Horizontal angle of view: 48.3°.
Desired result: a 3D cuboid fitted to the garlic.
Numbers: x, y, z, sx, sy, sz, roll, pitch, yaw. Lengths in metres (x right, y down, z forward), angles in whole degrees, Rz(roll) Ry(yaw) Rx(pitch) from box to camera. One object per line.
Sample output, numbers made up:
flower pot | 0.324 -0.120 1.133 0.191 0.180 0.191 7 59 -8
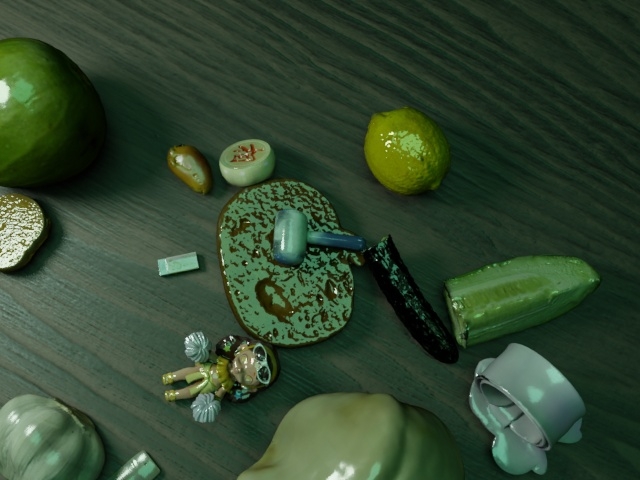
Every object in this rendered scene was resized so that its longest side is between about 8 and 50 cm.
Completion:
garlic | -0.524 0.397 1.352 0.229 0.143 0.178 35 74 -4

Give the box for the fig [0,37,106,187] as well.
fig | -0.597 -0.237 1.437 0.316 0.316 0.316 1 76 -4

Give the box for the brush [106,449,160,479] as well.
brush | -0.453 0.532 1.369 0.321 0.050 0.060 -40 78 -13

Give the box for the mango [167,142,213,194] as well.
mango | -0.278 -0.154 1.546 0.077 0.063 0.127 -39 87 -17

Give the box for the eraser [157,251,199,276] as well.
eraser | -0.301 0.051 1.514 0.083 0.019 0.038 -12 78 -7

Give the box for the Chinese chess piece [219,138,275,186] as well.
Chinese chess piece | -0.157 -0.168 1.535 0.122 0.051 0.122 -8 40 7

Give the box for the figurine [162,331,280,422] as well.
figurine | -0.198 0.266 1.418 0.240 0.116 0.174 -13 77 -1

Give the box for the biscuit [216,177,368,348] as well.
biscuit | -0.055 0.042 1.513 0.314 0.063 0.367 -11 78 -11

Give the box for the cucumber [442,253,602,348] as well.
cucumber | 0.420 0.118 1.508 0.325 0.105 0.145 -17 51 -8

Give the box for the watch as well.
watch | 0.408 0.332 1.389 0.211 0.217 0.248 -39 81 -12

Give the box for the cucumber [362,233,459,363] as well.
cucumber | 0.190 0.134 1.484 0.081 0.072 0.303 -31 92 -10

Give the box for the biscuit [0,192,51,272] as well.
biscuit | -0.654 -0.019 1.495 0.170 0.050 0.170 -1 72 3

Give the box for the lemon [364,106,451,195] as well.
lemon | 0.188 -0.191 1.531 0.193 0.180 0.180 30 75 26

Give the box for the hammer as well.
hammer | 0.000 0.000 1.468 0.194 0.069 0.116 7 75 -10

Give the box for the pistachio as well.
pistachio | 0.050 0.454 1.303 0.445 0.281 0.365 -25 51 -17
